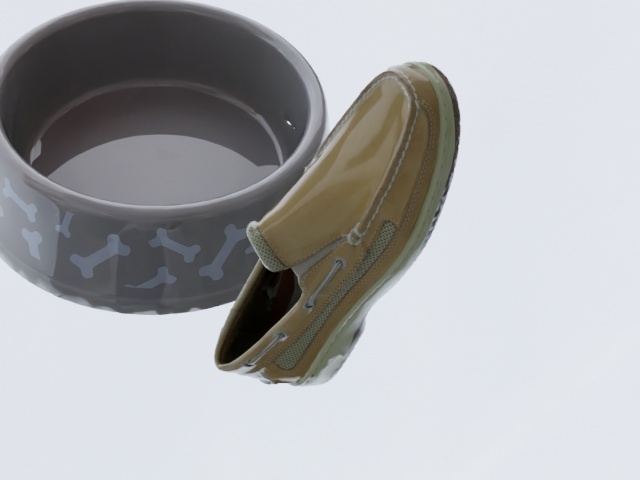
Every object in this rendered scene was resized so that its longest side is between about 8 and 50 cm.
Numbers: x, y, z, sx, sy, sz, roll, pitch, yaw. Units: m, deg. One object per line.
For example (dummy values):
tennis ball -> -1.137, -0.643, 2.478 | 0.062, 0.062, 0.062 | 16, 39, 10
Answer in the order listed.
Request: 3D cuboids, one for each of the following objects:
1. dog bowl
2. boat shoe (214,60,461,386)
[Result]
dog bowl -> -0.150, -0.097, 0.940 | 0.349, 0.348, 0.102 | -16, -39, -21
boat shoe -> 0.000, 0.000, 0.481 | 0.072, 0.068, 0.190 | 3, -55, -32
